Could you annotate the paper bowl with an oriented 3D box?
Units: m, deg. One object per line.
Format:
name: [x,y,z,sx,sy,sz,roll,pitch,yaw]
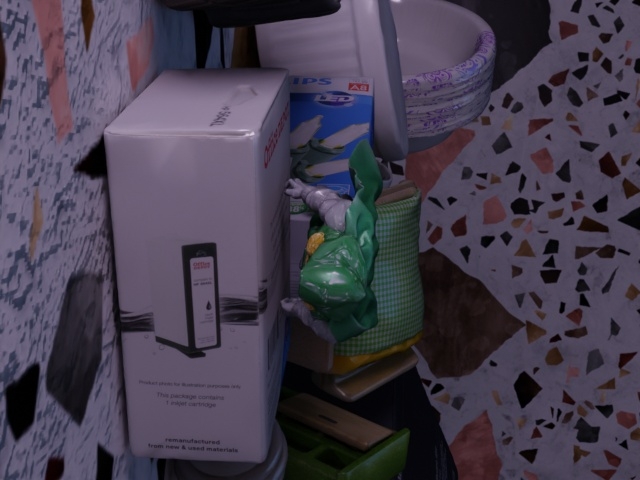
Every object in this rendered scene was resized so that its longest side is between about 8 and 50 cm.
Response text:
paper bowl: [0.097,-0.226,1.445,0.284,0.284,0.148,-83,175,-52]

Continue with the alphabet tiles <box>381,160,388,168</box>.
alphabet tiles: [0.020,0.062,1.463,0.285,0.011,0.342,-85,-161,-54]

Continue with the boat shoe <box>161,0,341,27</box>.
boat shoe: [-0.047,-0.220,0.680,0.355,0.133,0.130,-128,-150,-83]

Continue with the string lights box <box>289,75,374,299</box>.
string lights box: [-0.025,-0.051,0.851,0.259,0.134,0.076,-83,173,-58]

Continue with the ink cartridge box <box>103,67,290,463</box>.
ink cartridge box: [-0.066,0.008,0.627,0.148,0.086,0.203,-77,168,-67]

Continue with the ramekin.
ramekin: [0.012,-0.212,1.101,0.273,0.127,0.272,-7,90,-81]

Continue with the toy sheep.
toy sheep: [-0.066,0.151,0.744,0.132,0.091,0.091,80,12,-47]

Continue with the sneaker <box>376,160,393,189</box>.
sneaker: [0.018,-0.028,1.346,0.114,0.152,0.305,-95,-176,-52]

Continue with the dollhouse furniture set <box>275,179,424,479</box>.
dollhouse furniture set: [0.054,0.076,0.946,0.302,0.151,0.197,-21,120,-49]

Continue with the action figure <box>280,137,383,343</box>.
action figure: [0.008,0.008,0.602,0.232,0.064,0.137,-85,179,-84]

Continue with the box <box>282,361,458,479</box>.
box: [0.052,0.324,1.264,0.343,0.179,0.312,-83,156,-54]
